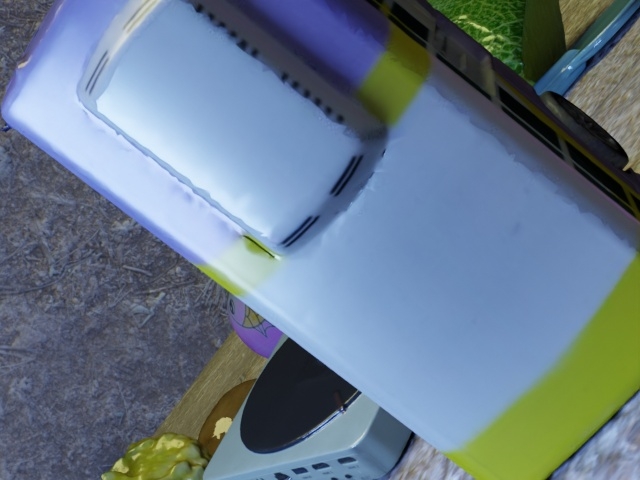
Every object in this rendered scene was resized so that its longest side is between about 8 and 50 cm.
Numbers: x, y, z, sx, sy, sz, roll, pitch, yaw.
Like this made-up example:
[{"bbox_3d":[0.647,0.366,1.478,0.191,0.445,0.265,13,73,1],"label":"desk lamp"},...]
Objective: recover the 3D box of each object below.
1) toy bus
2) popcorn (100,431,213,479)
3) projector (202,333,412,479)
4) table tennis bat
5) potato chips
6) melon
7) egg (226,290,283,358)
[{"bbox_3d":[0.019,-0.056,0.792,0.209,0.440,0.249,-49,7,19],"label":"toy bus"},{"bbox_3d":[-0.219,0.351,1.566,0.218,0.169,0.189,-57,2,9],"label":"popcorn"},{"bbox_3d":[0.026,0.142,1.214,0.257,0.079,0.259,-24,27,48],"label":"projector"},{"bbox_3d":[0.347,-0.250,1.585,0.237,0.038,0.149,-47,5,-3],"label":"table tennis bat"},{"bbox_3d":[-0.156,0.299,2.020,0.208,0.062,0.195,-58,6,-37],"label":"potato chips"},{"bbox_3d":[0.181,-0.247,1.768,0.344,0.226,0.331,-14,38,27],"label":"melon"},{"bbox_3d":[-0.022,0.065,1.733,0.271,0.196,0.196,-42,9,38],"label":"egg"}]
